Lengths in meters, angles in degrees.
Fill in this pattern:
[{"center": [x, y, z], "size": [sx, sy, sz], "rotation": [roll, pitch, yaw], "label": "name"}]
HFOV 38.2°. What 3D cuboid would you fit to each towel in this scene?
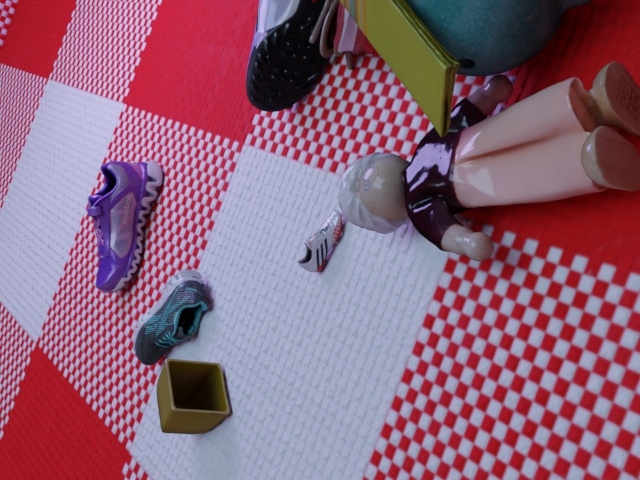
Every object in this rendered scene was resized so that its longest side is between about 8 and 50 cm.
[{"center": [0.067, -0.215, 0.907], "size": [0.021, 0.102, 0.237], "rotation": [-25, 60, -10], "label": "towel"}]

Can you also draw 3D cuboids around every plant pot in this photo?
[{"center": [-0.180, 0.217, 1.240], "size": [0.083, 0.081, 0.081], "rotation": [-55, 38, 38], "label": "plant pot"}]

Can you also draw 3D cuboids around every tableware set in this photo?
[{"center": [0.053, -0.318, 1.172], "size": [0.039, 0.128, 0.194], "rotation": [24, 94, 13], "label": "tableware set"}]

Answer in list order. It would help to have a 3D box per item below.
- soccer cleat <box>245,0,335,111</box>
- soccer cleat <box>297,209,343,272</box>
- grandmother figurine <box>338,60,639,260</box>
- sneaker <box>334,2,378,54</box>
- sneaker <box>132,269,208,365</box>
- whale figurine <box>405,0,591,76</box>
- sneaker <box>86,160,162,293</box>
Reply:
[{"center": [-0.034, -0.325, 1.230], "size": [0.116, 0.109, 0.318], "rotation": [59, 140, 47], "label": "soccer cleat"}, {"center": [0.000, 0.000, 1.133], "size": [0.029, 0.036, 0.083], "rotation": [38, 106, 53], "label": "soccer cleat"}, {"center": [0.149, -0.077, 0.917], "size": [0.342, 0.104, 0.207], "rotation": [-15, 41, 47], "label": "grandmother figurine"}, {"center": [0.093, -0.284, 1.040], "size": [0.221, 0.128, 0.087], "rotation": [115, 161, -69], "label": "sneaker"}, {"center": [-0.217, 0.125, 1.346], "size": [0.166, 0.065, 0.076], "rotation": [-58, 41, 20], "label": "sneaker"}, {"center": [0.160, -0.246, 0.863], "size": [0.272, 0.216, 0.141], "rotation": [126, 157, -77], "label": "whale figurine"}, {"center": [-0.349, -0.032, 1.553], "size": [0.095, 0.105, 0.236], "rotation": [6, 80, 52], "label": "sneaker"}]
